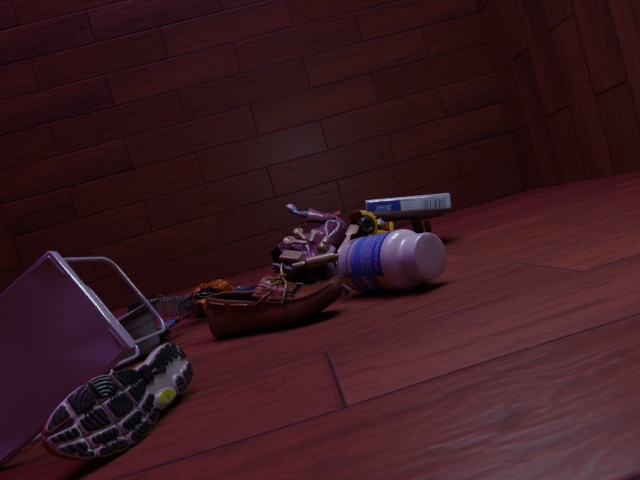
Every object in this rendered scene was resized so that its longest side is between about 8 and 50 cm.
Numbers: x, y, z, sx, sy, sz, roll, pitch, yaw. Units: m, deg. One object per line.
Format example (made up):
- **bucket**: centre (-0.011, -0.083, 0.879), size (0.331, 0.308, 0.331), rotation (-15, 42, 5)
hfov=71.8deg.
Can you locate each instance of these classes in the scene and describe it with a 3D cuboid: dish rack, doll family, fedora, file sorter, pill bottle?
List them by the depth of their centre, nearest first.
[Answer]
- **file sorter**: centre (-0.437, 0.181, 0.734), size (0.277, 0.193, 0.173), rotation (-42, -4, 1)
- **pill bottle**: centre (0.180, 0.053, 1.135), size (0.152, 0.152, 0.272), rotation (-18, 3, -34)
- **fedora**: centre (-0.537, 0.269, 1.194), size (0.275, 0.124, 0.243), rotation (-25, 1, -8)
- **doll family**: centre (-0.518, 0.287, 1.379), size (0.192, 0.076, 0.111), rotation (-11, -1, 6)
- **dish rack**: centre (-0.495, 0.221, 1.481), size (0.271, 0.074, 0.208), rotation (-3, -10, -36)

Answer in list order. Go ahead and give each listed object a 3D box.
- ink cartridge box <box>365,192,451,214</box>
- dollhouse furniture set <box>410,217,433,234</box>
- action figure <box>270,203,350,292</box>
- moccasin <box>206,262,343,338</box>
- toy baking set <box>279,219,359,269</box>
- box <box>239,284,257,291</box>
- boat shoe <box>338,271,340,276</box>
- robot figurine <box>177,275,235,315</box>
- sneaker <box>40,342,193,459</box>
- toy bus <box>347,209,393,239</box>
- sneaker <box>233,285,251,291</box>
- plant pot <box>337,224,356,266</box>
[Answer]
- **ink cartridge box**: centre (0.354, -0.123, 1.847), size (0.323, 0.072, 0.330), rotation (-5, -7, 7)
- **dollhouse furniture set**: centre (0.376, -0.018, 1.786), size (0.151, 0.123, 0.144), rotation (-17, 3, -28)
- **action figure**: centre (0.003, -0.004, 1.444), size (0.275, 0.248, 0.370), rotation (-13, 28, 39)
- **moccasin**: centre (-0.125, 0.143, 1.121), size (0.379, 0.147, 0.139), rotation (-15, 3, 27)
- **toy baking set**: centre (0.000, 0.004, 1.301), size (0.256, 0.030, 0.197), rotation (-10, 38, -4)
- **box**: centre (-0.211, 0.193, 1.680), size (0.220, 0.051, 0.175), rotation (-16, 3, 6)
- **boat shoe**: centre (0.098, 0.118, 1.482), size (0.125, 0.046, 0.038), rotation (-7, -9, -43)
- **robot figurine**: centre (-0.455, 0.228, 1.763), size (0.211, 0.085, 0.291), rotation (-39, 14, -27)
- **sneaker**: centre (-0.305, 0.256, 0.675), size (0.118, 0.107, 0.279), rotation (-34, -6, 16)
- **toy bus**: centre (0.223, -0.011, 1.684), size (0.211, 0.220, 0.149), rotation (-9, -3, -18)
- **sneaker**: centre (-0.319, 0.215, 1.818), size (0.076, 0.065, 0.166), rotation (-11, 5, 9)
- **plant pot**: centre (0.147, 0.025, 1.826), size (0.166, 0.188, 0.188), rotation (-4, 1, -6)
